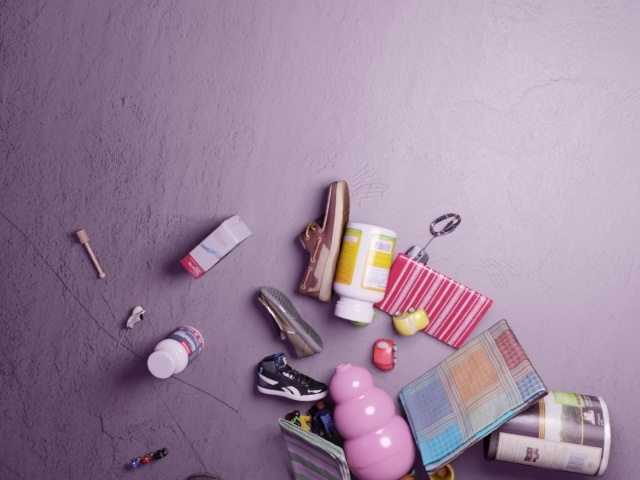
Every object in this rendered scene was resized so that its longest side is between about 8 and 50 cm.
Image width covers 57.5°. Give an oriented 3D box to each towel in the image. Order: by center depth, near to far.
[{"bbox_3d":[0.376,0.394,1.510,0.370,0.271,0.040,-42,120,18],"label":"towel"},{"bbox_3d":[0.290,0.160,1.556,0.274,0.031,0.199,28,128,6],"label":"towel"},{"bbox_3d":[-0.003,0.684,1.686,0.247,0.038,0.325,13,125,40],"label":"towel"}]

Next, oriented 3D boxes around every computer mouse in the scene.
[{"bbox_3d":[0.282,0.020,1.554,0.071,0.041,0.242,40,107,3],"label":"computer mouse"}]

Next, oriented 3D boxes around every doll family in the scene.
[{"bbox_3d":[-0.029,0.535,1.728,0.193,0.076,0.111,-23,92,12],"label":"doll family"}]

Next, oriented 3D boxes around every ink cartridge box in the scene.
[{"bbox_3d":[-0.290,0.017,1.640,0.175,0.127,0.072,-39,93,18],"label":"ink cartridge box"}]

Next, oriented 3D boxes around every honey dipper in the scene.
[{"bbox_3d":[-0.705,0.044,1.797,0.030,0.030,0.161,-19,101,16],"label":"honey dipper"}]

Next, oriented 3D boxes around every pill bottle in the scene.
[{"bbox_3d":[0.110,0.084,1.527,0.136,0.136,0.246,12,88,10],"label":"pill bottle"},{"bbox_3d":[-0.426,0.330,1.714,0.108,0.180,0.108,3,103,12],"label":"pill bottle"}]

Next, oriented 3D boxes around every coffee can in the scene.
[{"bbox_3d":[0.572,0.484,1.506,0.275,0.201,0.202,6,103,11],"label":"coffee can"}]

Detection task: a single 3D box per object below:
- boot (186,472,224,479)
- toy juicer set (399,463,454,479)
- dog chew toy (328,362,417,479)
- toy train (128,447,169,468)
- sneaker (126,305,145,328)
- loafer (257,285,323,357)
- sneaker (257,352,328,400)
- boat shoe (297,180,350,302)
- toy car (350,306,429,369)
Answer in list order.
[{"bbox_3d":[-0.331,0.841,1.780,0.263,0.229,0.091,25,107,7],"label":"boot"},{"bbox_3d":[0.298,0.792,1.612,0.209,0.089,0.329,-14,77,8],"label":"toy juicer set"},{"bbox_3d":[0.130,0.499,1.622,0.206,0.206,0.332,-26,87,17],"label":"dog chew toy"},{"bbox_3d":[-0.566,0.715,1.907,0.158,0.036,0.027,-24,96,17],"label":"toy train"},{"bbox_3d":[-0.570,0.244,1.806,0.037,0.032,0.083,31,108,5],"label":"sneaker"},{"bbox_3d":[-0.100,0.239,1.663,0.087,0.094,0.251,-40,91,14],"label":"loafer"},{"bbox_3d":[-0.085,0.391,1.701,0.216,0.079,0.121,2,104,14],"label":"sneaker"},{"bbox_3d":[0.000,0.000,1.577,0.123,0.123,0.342,12,111,9],"label":"boat shoe"},{"bbox_3d":[0.151,0.236,1.603,0.225,0.053,0.239,34,121,5],"label":"toy car"}]
